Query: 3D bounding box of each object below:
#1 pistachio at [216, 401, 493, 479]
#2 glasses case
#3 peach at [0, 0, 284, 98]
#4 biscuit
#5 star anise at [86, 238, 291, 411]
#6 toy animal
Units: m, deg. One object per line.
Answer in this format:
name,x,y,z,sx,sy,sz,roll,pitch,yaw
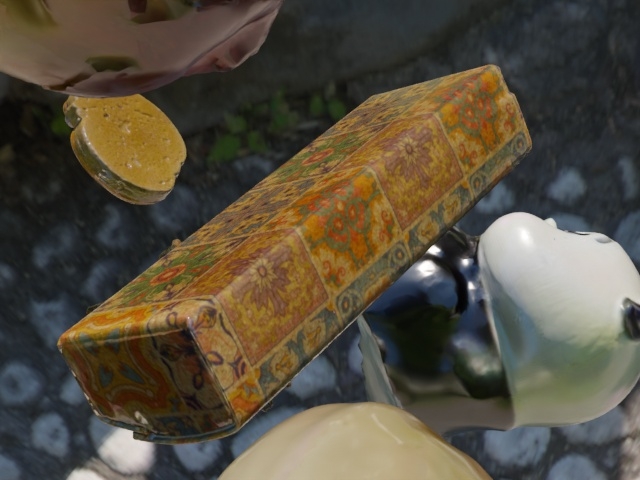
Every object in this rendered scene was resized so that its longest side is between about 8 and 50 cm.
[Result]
pistachio,-0.008,0.127,0.361,0.131,0.129,0.206,-7,32,25
glasses case,0.000,0.000,0.599,0.218,0.075,0.049,-41,111,-43
peach,-0.161,-0.257,0.914,0.290,0.372,0.372,-25,71,-13
biscuit,-0.240,-0.114,1.788,0.050,0.170,0.170,-44,68,32
star anise,-0.093,0.062,1.085,0.168,0.057,0.168,-2,63,3
toy animal,0.106,0.052,0.910,0.179,0.166,0.138,-12,73,4
